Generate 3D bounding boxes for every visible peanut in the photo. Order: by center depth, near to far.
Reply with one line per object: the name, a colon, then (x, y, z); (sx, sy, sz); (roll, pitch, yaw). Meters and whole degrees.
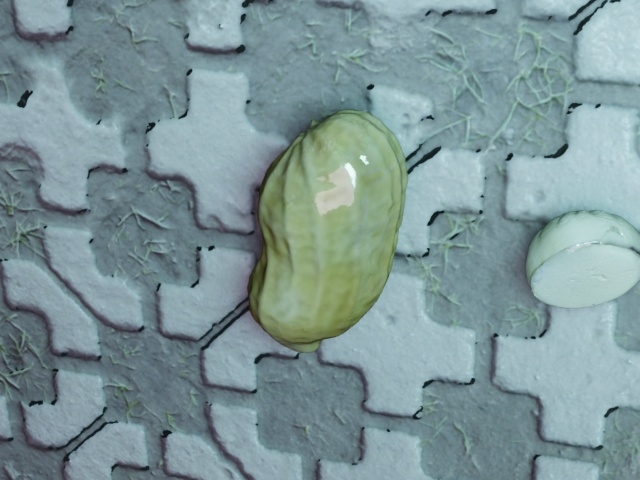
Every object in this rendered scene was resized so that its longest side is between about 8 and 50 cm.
peanut: (0.006, 0.001, 1.294); (0.174, 0.158, 0.340); (3, 119, -6)

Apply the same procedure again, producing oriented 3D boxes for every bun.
bun: (0.297, 0.009, 1.238); (0.138, 0.094, 0.138); (-3, 142, -2)
